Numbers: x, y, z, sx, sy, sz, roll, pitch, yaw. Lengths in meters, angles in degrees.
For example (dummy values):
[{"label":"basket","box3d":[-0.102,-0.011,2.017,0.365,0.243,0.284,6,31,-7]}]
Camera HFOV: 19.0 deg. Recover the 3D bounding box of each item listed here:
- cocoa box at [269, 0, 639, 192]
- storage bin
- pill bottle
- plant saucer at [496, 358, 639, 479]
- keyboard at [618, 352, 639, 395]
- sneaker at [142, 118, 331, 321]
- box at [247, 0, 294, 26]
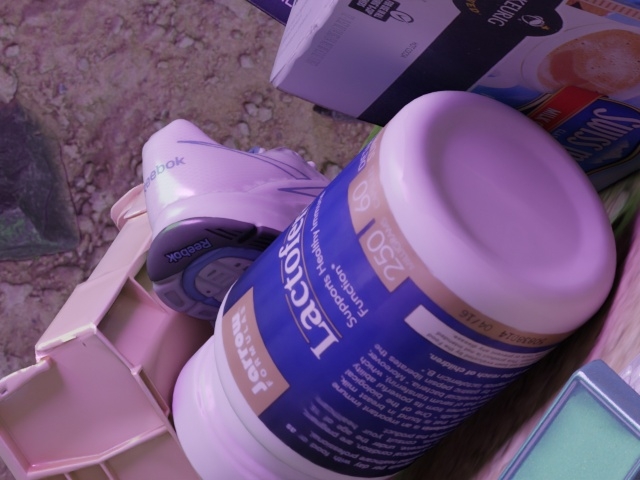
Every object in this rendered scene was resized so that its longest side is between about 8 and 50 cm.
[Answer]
[{"label":"cocoa box","box3d":[0.136,-0.190,1.084,0.347,0.228,0.231,140,148,-75]},{"label":"storage bin","box3d":[-0.085,0.113,1.298,0.123,0.260,0.262,-21,22,26]},{"label":"pill bottle","box3d":[0.033,0.048,1.098,0.264,0.153,0.153,-46,11,39]},{"label":"plant saucer","box3d":[0.075,0.141,0.787,0.192,0.018,0.067,-55,44,10]},{"label":"keyboard","box3d":[0.163,0.040,0.799,0.256,0.014,0.072,-54,6,40]},{"label":"sneaker","box3d":[0.000,0.000,1.270,0.111,0.297,0.129,-37,51,24]},{"label":"box","box3d":[0.118,-0.256,1.521,0.294,0.296,0.183,-57,4,10]}]
